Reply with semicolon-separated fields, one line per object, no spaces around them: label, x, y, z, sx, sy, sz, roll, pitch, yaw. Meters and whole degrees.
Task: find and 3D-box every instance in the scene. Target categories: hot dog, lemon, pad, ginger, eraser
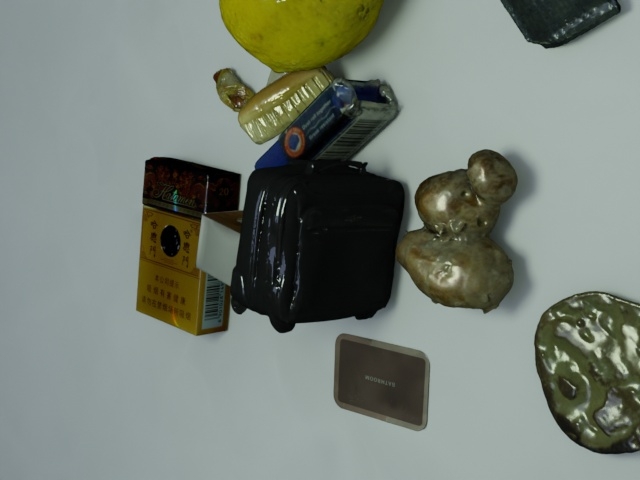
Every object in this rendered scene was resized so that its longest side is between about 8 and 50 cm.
hot dog;-0.219;-0.363;2.220;0.169;0.061;0.078;47;124;30
lemon;-0.043;-0.515;1.858;0.387;0.350;0.349;-42;64;55
pad;0.128;0.306;1.991;0.266;0.002;0.176;8;99;42
ginger;0.265;-0.026;1.734;0.244;0.155;0.304;14;104;43
eraser;0.011;-0.221;1.960;0.332;0.155;0.101;-40;66;39

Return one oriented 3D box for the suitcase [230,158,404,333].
suitcase;0.000;0.000;1.857;0.188;0.345;0.339;19;106;46

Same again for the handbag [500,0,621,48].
handbag;0.407;-0.466;1.626;0.175;0.089;0.270;-37;69;30

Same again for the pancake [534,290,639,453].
pancake;0.504;0.232;1.607;0.294;0.049;0.294;0;90;44

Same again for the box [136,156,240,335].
box;-0.342;0.007;2.328;0.264;0.116;0.415;16;105;42

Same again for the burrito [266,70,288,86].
burrito;-0.076;-0.404;2.085;0.087;0.060;0.226;26;111;34

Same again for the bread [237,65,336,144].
bread;-0.072;-0.306;2.002;0.236;0.140;0.106;-29;98;16

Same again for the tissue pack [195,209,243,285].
tissue pack;-0.154;0.033;2.129;0.246;0.159;0.136;24;111;38
